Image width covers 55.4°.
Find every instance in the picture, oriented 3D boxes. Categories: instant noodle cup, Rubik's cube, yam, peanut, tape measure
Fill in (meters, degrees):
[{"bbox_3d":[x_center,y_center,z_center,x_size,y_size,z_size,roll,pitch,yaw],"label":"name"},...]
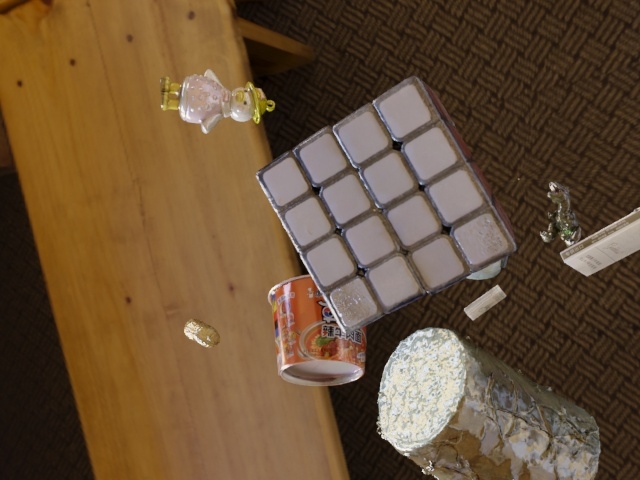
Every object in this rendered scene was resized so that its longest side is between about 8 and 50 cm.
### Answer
[{"bbox_3d":[0.002,0.216,1.408,0.250,0.250,0.192,-13,59,19],"label":"instant noodle cup"},{"bbox_3d":[0.140,-0.070,1.163,0.337,0.344,0.344,-30,87,16],"label":"Rubik's cube"},{"bbox_3d":[0.275,0.307,1.021,0.348,0.241,0.241,35,108,-23],"label":"yam"},{"bbox_3d":[-0.264,0.207,1.360,0.113,0.054,0.054,17,102,46],"label":"peanut"},{"bbox_3d":[0.332,0.046,1.634,0.330,0.164,0.084,-5,115,-9],"label":"tape measure"}]

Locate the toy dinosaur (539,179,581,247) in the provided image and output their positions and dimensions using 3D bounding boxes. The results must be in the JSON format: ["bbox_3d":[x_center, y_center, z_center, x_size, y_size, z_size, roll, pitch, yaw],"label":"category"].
[{"bbox_3d":[0.592,-0.069,1.438,0.087,0.179,0.187,20,138,36],"label":"toy dinosaur"}]

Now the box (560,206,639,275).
[{"bbox_3d":[0.564,-0.002,1.147,0.198,0.109,0.029,-36,50,31],"label":"box"}]

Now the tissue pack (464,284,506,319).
[{"bbox_3d":[0.423,0.160,1.567,0.108,0.056,0.023,-39,52,11],"label":"tissue pack"}]

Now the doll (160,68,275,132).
[{"bbox_3d":[-0.185,-0.252,1.104,0.207,0.081,0.129,3,70,-13],"label":"doll"}]
